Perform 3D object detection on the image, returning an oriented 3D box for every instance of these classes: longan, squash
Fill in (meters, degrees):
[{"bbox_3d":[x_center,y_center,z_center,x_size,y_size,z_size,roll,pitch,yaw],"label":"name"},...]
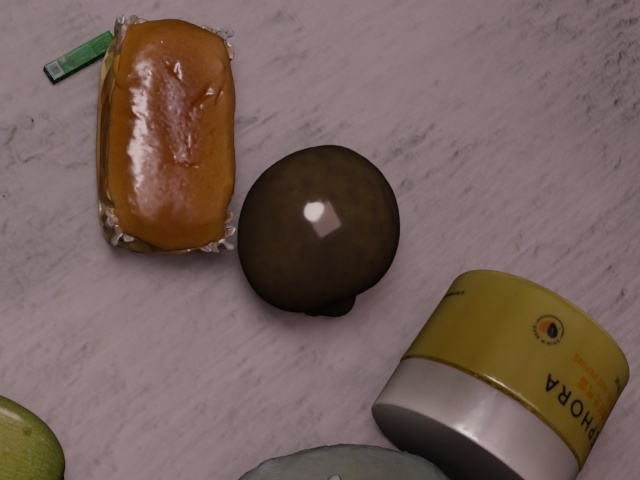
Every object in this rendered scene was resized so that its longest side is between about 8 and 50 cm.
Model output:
[{"bbox_3d":[0.000,0.000,1.072,0.185,0.159,0.204,-36,132,-24],"label":"longan"},{"bbox_3d":[-0.327,0.198,0.941,0.187,0.123,0.123,27,73,-18],"label":"squash"}]

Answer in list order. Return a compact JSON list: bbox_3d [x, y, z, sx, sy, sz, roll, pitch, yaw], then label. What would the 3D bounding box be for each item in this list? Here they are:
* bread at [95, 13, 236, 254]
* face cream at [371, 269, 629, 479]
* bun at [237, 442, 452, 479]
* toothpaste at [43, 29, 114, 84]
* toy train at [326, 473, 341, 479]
[{"bbox_3d":[-0.160,-0.107,1.052,0.136,0.107,0.241,3,85,-21],"label":"bread"},{"bbox_3d":[0.192,0.164,1.075,0.218,0.218,0.179,39,70,-9],"label":"face cream"},{"bbox_3d":[0.034,0.365,0.998,0.354,0.194,0.354,3,81,-19],"label":"bun"},{"bbox_3d":[-0.257,-0.197,1.085,0.083,0.017,0.020,-35,92,-22],"label":"toothpaste"},{"bbox_3d":[0.027,0.323,0.875,0.051,0.052,0.234,-15,83,-7],"label":"toy train"}]
